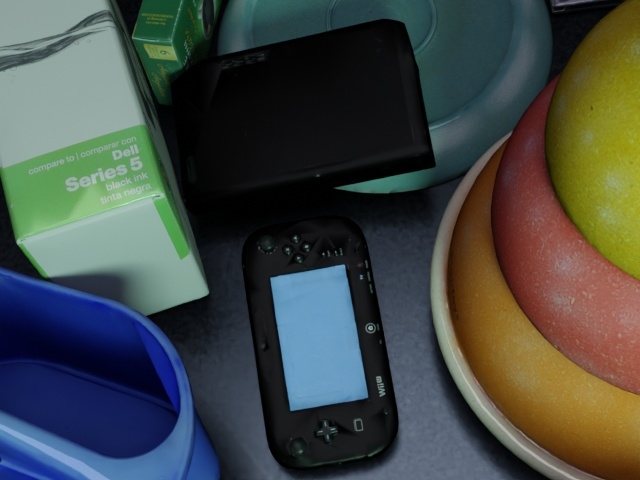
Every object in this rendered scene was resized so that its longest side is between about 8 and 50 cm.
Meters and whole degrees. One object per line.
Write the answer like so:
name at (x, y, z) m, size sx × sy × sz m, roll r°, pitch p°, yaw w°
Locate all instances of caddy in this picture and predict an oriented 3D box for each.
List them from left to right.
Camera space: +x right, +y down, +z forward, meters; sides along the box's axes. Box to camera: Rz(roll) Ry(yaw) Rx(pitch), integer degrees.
caddy at (-0.236, 0.145, 0.740) m, size 0.341 × 0.179 × 0.241 m, roll 14°, pitch 59°, yaw 23°

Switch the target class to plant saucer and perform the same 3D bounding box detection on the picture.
plant saucer at (0.057, -0.194, 0.972) m, size 0.317 × 0.044 × 0.318 m, roll -2°, pitch 67°, yaw 5°

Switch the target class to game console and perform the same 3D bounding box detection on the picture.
game console at (0.000, 0.000, 0.863) m, size 0.213 × 0.044 × 0.362 m, roll -12°, pitch 74°, yaw 8°

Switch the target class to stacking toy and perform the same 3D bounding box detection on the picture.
stacking toy at (0.243, -0.041, 0.646) m, size 0.350 × 0.480 × 0.351 m, roll -2°, pitch 67°, yaw 5°

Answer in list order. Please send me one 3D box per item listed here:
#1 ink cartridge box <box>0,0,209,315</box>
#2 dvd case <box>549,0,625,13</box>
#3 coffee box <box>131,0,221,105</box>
ink cartridge box at (-0.194, -0.091, 0.864) m, size 0.114 × 0.198 × 0.273 m, roll -18°, pitch 66°, yaw -4°
dvd case at (0.287, -0.323, 1.019) m, size 0.164 × 0.018 × 0.221 m, roll -7°, pitch 66°, yaw 2°
coffee box at (-0.123, -0.228, 0.966) m, size 0.040 × 0.113 × 0.184 m, roll 7°, pitch 69°, yaw 7°
